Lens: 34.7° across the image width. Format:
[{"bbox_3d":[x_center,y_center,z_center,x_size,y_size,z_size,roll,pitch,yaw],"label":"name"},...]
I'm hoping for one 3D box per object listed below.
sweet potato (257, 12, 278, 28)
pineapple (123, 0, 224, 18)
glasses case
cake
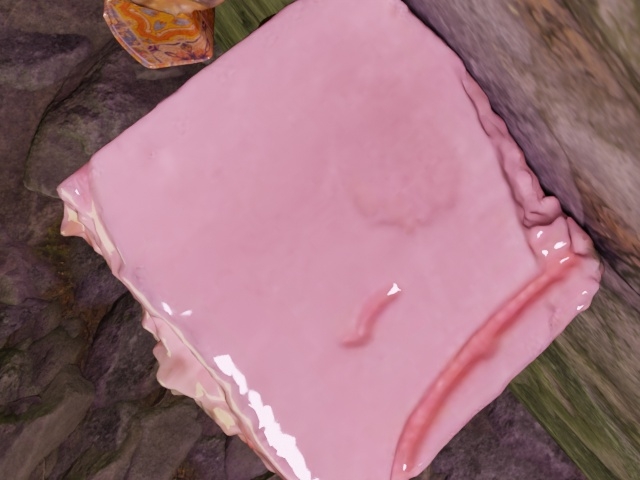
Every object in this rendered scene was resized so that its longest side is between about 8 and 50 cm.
[{"bbox_3d":[-0.035,-0.213,1.094,0.060,0.068,0.206,27,-179,-17],"label":"sweet potato"},{"bbox_3d":[-0.098,-0.240,0.442,0.158,0.158,0.278,51,175,47],"label":"pineapple"},{"bbox_3d":[-0.098,-0.221,0.643,0.075,0.049,0.218,52,-145,-62],"label":"glasses case"},{"bbox_3d":[0.000,0.000,0.758,0.314,0.293,0.307,48,174,0],"label":"cake"}]
